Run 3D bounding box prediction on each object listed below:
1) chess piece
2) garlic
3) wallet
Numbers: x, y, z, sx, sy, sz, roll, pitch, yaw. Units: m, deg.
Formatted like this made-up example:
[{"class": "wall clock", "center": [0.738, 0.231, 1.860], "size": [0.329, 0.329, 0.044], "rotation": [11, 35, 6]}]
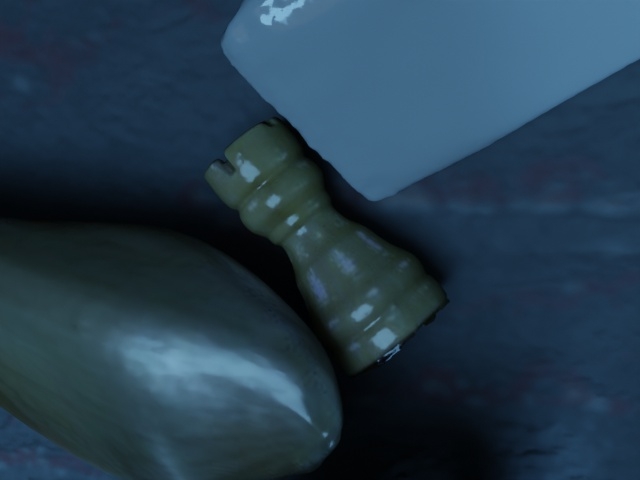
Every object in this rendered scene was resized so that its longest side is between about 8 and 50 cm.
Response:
[{"class": "chess piece", "center": [0.000, 0.000, 0.428], "size": [0.066, 0.066, 0.122], "rotation": [-39, 91, 28]}, {"class": "garlic", "center": [-0.127, 0.045, 0.463], "size": [0.318, 0.112, 0.143], "rotation": [13, 139, 15]}, {"class": "wallet", "center": [0.057, -0.095, 0.369], "size": [0.183, 0.032, 0.124], "rotation": [-31, 123, 26]}]
